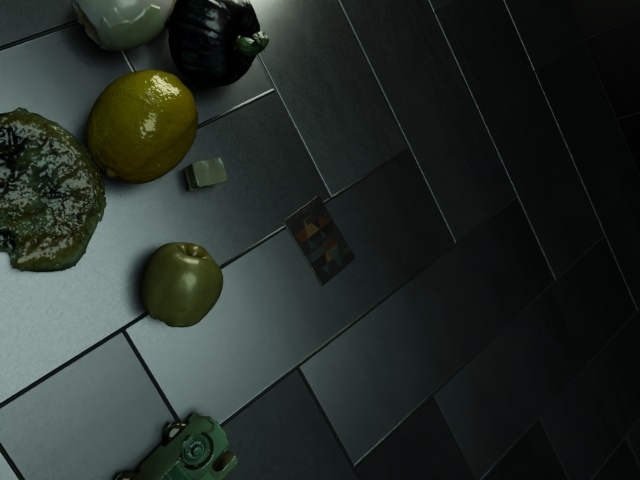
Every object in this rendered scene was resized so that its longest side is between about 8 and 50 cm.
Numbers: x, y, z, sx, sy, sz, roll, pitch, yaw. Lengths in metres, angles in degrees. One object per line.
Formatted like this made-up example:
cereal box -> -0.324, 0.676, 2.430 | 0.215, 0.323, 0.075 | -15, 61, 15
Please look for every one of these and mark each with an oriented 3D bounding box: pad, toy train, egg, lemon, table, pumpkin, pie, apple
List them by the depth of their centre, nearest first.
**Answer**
pie -> -0.618, -0.111, 1.385 | 0.296, 0.078, 0.371 | -43, 105, -28
lemon -> -0.395, -0.254, 1.443 | 0.236, 0.236, 0.263 | 20, 53, -28
toy train -> -0.340, 0.543, 1.455 | 0.326, 0.129, 0.159 | -43, 112, -28
egg -> -0.438, -0.536, 1.468 | 0.217, 0.183, 0.183 | -39, 105, -16
apple -> -0.318, 0.100, 1.481 | 0.200, 0.200, 0.200 | 3, 83, -30
pumpkin -> -0.228, -0.483, 1.545 | 0.248, 0.248, 0.248 | 3, 83, -30
table -> -0.284, -0.159, 1.582 | 0.079, 0.083, 0.062 | -15, 92, -30
pad -> 0.000, 0.000, 1.782 | 0.143, 0.003, 0.211 | -39, 104, -28

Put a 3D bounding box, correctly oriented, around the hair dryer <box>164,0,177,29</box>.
hair dryer -> -0.409, -0.608, 1.576 | 0.181, 0.064, 0.117 | 30, 72, -17
